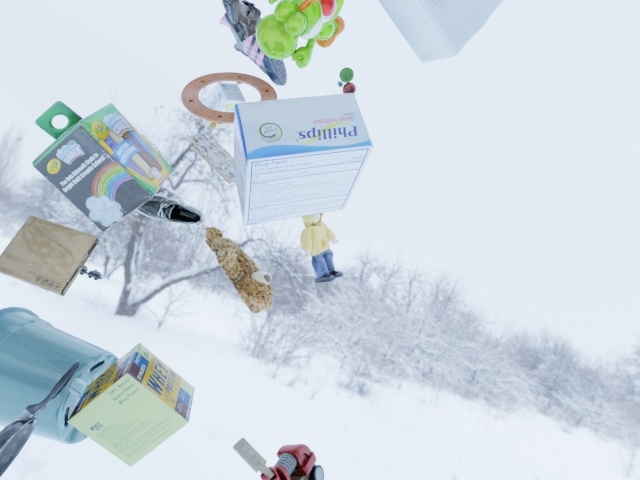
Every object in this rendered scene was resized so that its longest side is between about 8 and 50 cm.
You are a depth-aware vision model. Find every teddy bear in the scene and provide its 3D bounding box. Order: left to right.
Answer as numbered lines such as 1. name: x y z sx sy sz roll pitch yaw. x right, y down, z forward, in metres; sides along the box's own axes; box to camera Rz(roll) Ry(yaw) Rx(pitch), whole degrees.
1. teddy bear: -0.254 0.077 1.481 0.338 0.113 0.245 44 -13 49

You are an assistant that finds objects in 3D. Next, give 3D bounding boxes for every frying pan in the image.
1. frying pan: -0.666 0.420 1.010 0.053 0.326 0.197 31 1 -6

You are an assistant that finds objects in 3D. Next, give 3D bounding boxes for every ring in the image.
1. ring: -0.323 -0.507 1.659 0.337 0.336 0.032 18 -42 8

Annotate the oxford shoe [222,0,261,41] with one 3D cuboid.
1. oxford shoe: -0.228 -0.676 1.364 0.096 0.082 0.227 -26 0 2

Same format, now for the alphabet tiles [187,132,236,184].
1. alphabet tiles: -0.461 -0.372 2.175 0.342 0.011 0.285 44 18 -7

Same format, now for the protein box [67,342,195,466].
1. protein box: -0.466 0.412 1.173 0.201 0.200 0.136 49 7 -20

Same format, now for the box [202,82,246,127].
1. box: -0.453 -0.616 2.131 0.114 0.103 0.203 -15 -16 -49

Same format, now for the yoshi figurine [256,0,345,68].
1. yoshi figurine: -0.065 -0.574 1.235 0.204 0.202 0.362 19 31 8

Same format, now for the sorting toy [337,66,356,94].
1. sorting toy: 0.089 -0.555 1.625 0.061 0.101 0.042 -15 32 0

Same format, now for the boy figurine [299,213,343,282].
1. boy figurine: 0.000 0.000 1.630 0.092 0.285 0.177 -10 4 43

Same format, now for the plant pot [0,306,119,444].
1. plant pot: -0.780 0.397 1.316 0.334 0.341 0.341 14 -9 11

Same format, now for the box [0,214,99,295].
1. box: -0.676 0.033 1.148 0.201 0.164 0.021 17 -26 10

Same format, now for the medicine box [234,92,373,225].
1. medicine box: -0.055 -0.177 1.063 0.264 0.149 0.289 -10 -23 -15

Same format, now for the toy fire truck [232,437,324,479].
1. toy fire truck: -0.130 0.682 1.401 0.159 0.246 0.217 -17 10 28

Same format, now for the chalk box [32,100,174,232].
1. chalk box: -0.543 -0.203 1.135 0.289 0.180 0.179 52 19 -22

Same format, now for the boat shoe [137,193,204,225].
1. boat shoe: -0.476 -0.098 1.458 0.220 0.077 0.070 12 3 -9

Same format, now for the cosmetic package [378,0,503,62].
1. cosmetic package: 0.254 -0.722 1.206 0.453 0.230 0.161 44 -9 -26

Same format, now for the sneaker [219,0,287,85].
1. sneaker: -0.240 -0.702 1.705 0.131 0.112 0.319 -12 -55 29

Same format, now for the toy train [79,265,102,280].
1. toy train: -0.893 0.107 1.738 0.158 0.036 0.027 30 -52 -32
